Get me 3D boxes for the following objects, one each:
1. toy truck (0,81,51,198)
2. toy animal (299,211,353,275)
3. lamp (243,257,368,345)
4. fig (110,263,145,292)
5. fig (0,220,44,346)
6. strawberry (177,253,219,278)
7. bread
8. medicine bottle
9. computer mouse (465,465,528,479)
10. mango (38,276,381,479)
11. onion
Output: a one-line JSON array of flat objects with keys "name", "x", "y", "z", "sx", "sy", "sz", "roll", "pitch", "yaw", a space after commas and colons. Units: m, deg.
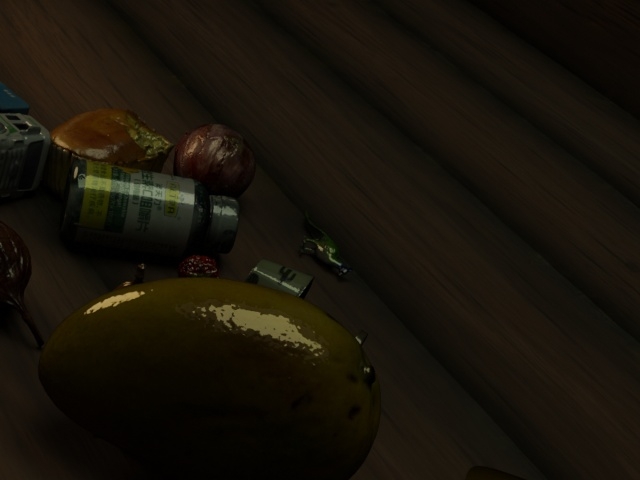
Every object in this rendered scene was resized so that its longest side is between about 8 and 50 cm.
[{"name": "toy truck", "x": -0.631, "y": -0.213, "z": 1.949, "sx": 0.367, "sy": 0.146, "sz": 0.175, "roll": 39, "pitch": 30, "yaw": 31}, {"name": "toy animal", "x": -0.014, "y": 0.000, "z": 2.065, "sx": 0.075, "sy": 0.041, "sz": 0.217, "roll": 3, "pitch": 29, "yaw": -30}, {"name": "lamp", "x": -0.027, "y": 0.119, "z": 1.774, "sx": 0.215, "sy": 0.121, "sz": 0.121, "roll": 34, "pitch": 31, "yaw": 7}, {"name": "fig", "x": -0.293, "y": 0.107, "z": 1.621, "sx": 0.119, "sy": 0.153, "sz": 0.119, "roll": -10, "pitch": 35, "yaw": 7}, {"name": "fig", "x": -0.473, "y": 0.067, "z": 1.593, "sx": 0.146, "sy": 0.133, "sz": 0.201, "roll": -18, "pitch": 54, "yaw": -35}, {"name": "strawberry", "x": -0.204, "y": 0.054, "z": 1.832, "sx": 0.073, "sy": 0.073, "sz": 0.083, "roll": 14, "pitch": 16, "yaw": -9}, {"name": "bread", "x": -0.395, "y": -0.157, "z": 2.011, "sx": 0.179, "sy": 0.133, "sz": 0.250, "roll": 28, "pitch": 29, "yaw": 24}, {"name": "medicine bottle", "x": -0.290, "y": -0.047, "z": 1.873, "sx": 0.293, "sy": 0.141, "sz": 0.141, "roll": 10, "pitch": 30, "yaw": -18}, {"name": "computer mouse", "x": 0.260, "y": 0.414, "z": 1.492, "sx": 0.158, "sy": 0.071, "sz": 0.310, "roll": 19, "pitch": 30, "yaw": 4}, {"name": "mango", "x": -0.143, "y": 0.191, "z": 1.408, "sx": 0.445, "sy": 0.301, "sz": 0.220, "roll": 9, "pitch": 23, "yaw": 4}, {"name": "onion", "x": -0.209, "y": -0.122, "z": 2.065, "sx": 0.160, "sy": 0.159, "sz": 0.194, "roll": 18, "pitch": 59, "yaw": -2}]
